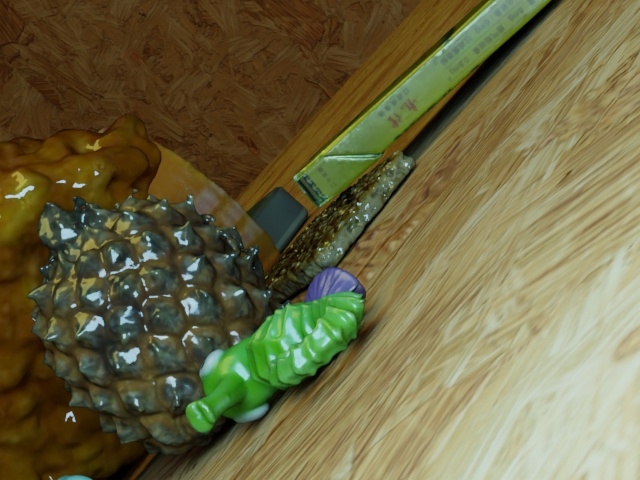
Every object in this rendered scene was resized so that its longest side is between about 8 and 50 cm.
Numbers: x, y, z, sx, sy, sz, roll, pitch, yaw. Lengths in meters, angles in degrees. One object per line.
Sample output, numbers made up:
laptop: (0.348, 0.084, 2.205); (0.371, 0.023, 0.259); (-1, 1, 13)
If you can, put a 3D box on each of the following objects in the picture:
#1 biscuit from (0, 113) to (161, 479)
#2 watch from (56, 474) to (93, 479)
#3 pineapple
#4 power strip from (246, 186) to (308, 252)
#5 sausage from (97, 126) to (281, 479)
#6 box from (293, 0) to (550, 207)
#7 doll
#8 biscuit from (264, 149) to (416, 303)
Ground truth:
biscuit: (-0.249, 0.078, 1.142); (0.318, 0.312, 0.110); (-18, 36, -23)
watch: (-0.213, 0.255, 0.979); (0.237, 0.068, 0.195); (-51, 7, -12)
pineapple: (-0.119, 0.044, 1.033); (0.166, 0.193, 0.166); (-45, 6, 6)
power strip: (-0.130, 0.063, 1.711); (0.193, 0.059, 0.265); (-37, 12, 48)
sausage: (-0.209, 0.065, 1.430); (0.287, 0.233, 0.233); (-50, 5, -23)
box: (0.096, -0.143, 1.316); (0.279, 0.041, 0.153); (-43, 5, 13)
doll: (-0.025, 0.068, 0.889); (0.115, 0.050, 0.190); (-48, 6, -33)
biscuit: (0.000, 0.000, 1.297); (0.131, 0.025, 0.231); (-52, 6, -25)
